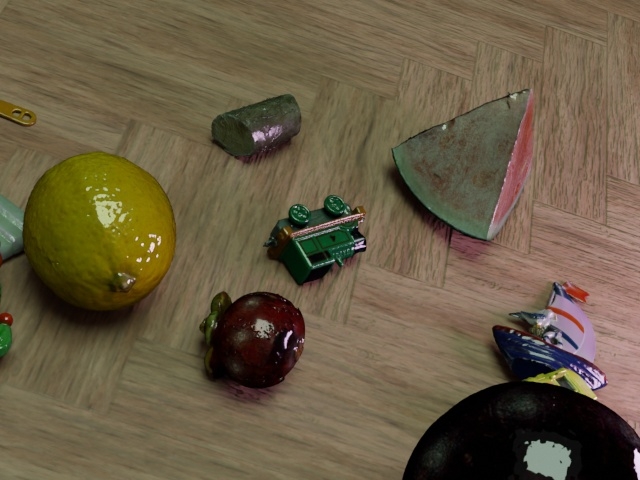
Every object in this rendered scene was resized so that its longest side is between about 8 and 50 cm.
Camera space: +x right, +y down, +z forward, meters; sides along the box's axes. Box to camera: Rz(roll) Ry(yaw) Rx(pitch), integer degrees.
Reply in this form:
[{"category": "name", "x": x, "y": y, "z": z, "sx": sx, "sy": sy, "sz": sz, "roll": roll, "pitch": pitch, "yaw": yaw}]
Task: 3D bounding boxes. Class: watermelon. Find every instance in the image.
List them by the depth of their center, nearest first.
[{"category": "watermelon", "x": 0.346, "y": -0.142, "z": 2.269, "sx": 0.283, "sy": 0.293, "sz": 0.250, "roll": -22, "pitch": 90, "yaw": -36}]

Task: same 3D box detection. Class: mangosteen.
[{"category": "mangosteen", "x": 0.318, "y": 0.391, "z": 1.633, "sx": 0.382, "sy": 0.435, "sz": 0.382, "roll": -1, "pitch": 93, "yaw": -14}, {"category": "mangosteen", "x": -0.117, "y": 0.160, "z": 1.871, "sx": 0.180, "sy": 0.166, "sz": 0.166, "roll": 8, "pitch": 41, "yaw": 22}]

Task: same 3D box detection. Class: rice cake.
[{"category": "rice cake", "x": -0.600, "y": -0.031, "z": 1.933, "sx": 0.198, "sy": 0.037, "sz": 0.189, "roll": 41, "pitch": 49, "yaw": 17}]

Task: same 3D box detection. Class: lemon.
[{"category": "lemon", "x": -0.360, "y": -0.015, "z": 1.870, "sx": 0.267, "sy": 0.267, "sz": 0.267, "roll": 11, "pitch": 46, "yaw": -12}]

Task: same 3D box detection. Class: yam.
[{"category": "yam", "x": -0.114, "y": -0.229, "z": 2.262, "sx": 0.183, "sy": 0.107, "sz": 0.107, "roll": -27, "pitch": 63, "yaw": -39}]

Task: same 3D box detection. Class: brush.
[{"category": "brush", "x": -0.664, "y": -0.272, "z": 2.149, "sx": 0.272, "sy": 0.013, "sz": 0.103, "roll": 21, "pitch": 45, "yaw": -3}]

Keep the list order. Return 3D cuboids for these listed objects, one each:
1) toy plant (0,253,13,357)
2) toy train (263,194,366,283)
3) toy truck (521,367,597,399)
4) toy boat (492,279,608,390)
[{"category": "toy plant", "x": -0.565, "y": 0.095, "z": 1.788, "sx": 0.155, "sy": 0.088, "sz": 0.240, "roll": -6, "pitch": 58, "yaw": -22}, {"category": "toy train", "x": 0.000, "y": 0.000, "z": 2.103, "sx": 0.228, "sy": 0.091, "sz": 0.136, "roll": -14, "pitch": 66, "yaw": -32}, {"category": "toy truck", "x": 0.446, "y": 0.343, "z": 1.929, "sx": 0.157, "sy": 0.124, "sz": 0.272, "roll": -18, "pitch": 58, "yaw": -33}, {"category": "toy boat", "x": 0.457, "y": 0.190, "z": 2.132, "sx": 0.219, "sy": 0.072, "sz": 0.318, "roll": 42, "pitch": 38, "yaw": 22}]
